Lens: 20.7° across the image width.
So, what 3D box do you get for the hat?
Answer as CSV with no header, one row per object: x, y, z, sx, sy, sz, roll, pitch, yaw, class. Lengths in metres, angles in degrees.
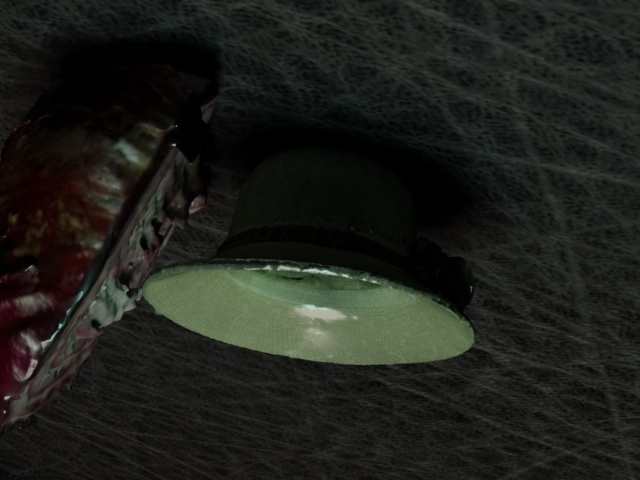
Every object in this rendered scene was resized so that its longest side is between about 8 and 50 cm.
0.000,0.000,1.321,0.257,0.130,0.257,8,164,2,hat

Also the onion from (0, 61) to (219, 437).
-0.193,-0.002,1.287,0.146,0.280,0.314,35,158,0,onion
